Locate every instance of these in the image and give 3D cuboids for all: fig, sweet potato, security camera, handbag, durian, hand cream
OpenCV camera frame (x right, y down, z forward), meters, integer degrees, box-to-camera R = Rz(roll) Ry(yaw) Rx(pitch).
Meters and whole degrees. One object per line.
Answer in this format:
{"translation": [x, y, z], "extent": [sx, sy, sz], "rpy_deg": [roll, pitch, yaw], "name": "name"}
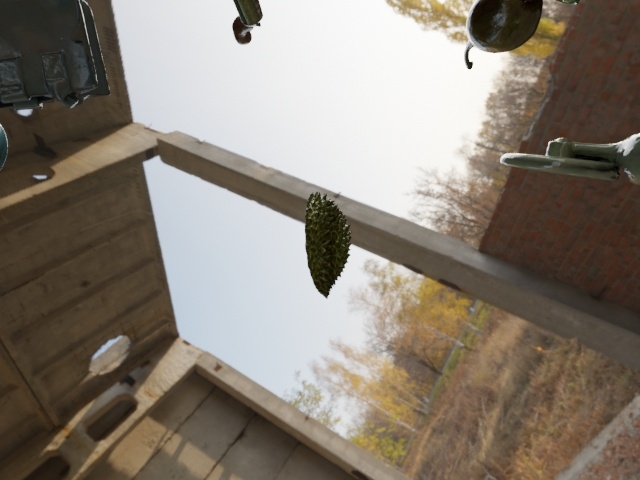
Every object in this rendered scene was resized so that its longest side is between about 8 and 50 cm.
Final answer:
{"translation": [0.324, -0.402, 0.787], "extent": [0.124, 0.124, 0.236], "rpy_deg": [-64, 5, -3], "name": "fig"}
{"translation": [-0.222, -0.622, 1.172], "extent": [0.218, 0.065, 0.051], "rpy_deg": [-173, 98, -74], "name": "sweet potato"}
{"translation": [0.406, -0.113, 0.550], "extent": [0.157, 0.301, 0.080], "rpy_deg": [-10, -70, -48], "name": "security camera"}
{"translation": [-0.437, -0.264, 0.572], "extent": [0.062, 0.228, 0.179], "rpy_deg": [-165, 63, -81], "name": "handbag"}
{"translation": [0.003, -0.007, 1.308], "extent": [0.169, 0.157, 0.356], "rpy_deg": [133, 143, -57], "name": "durian"}
{"translation": [-0.182, -0.581, 0.885], "extent": [0.086, 0.055, 0.235], "rpy_deg": [-60, -27, -22], "name": "hand cream"}

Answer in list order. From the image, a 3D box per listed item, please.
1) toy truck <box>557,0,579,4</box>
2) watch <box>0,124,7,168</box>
{"translation": [0.468, -0.471, 0.662], "extent": [0.259, 0.135, 0.129], "rpy_deg": [-25, -44, -50], "name": "toy truck"}
{"translation": [-0.793, -0.195, 0.870], "extent": [0.211, 0.193, 0.211], "rpy_deg": [-9, -90, -86], "name": "watch"}
